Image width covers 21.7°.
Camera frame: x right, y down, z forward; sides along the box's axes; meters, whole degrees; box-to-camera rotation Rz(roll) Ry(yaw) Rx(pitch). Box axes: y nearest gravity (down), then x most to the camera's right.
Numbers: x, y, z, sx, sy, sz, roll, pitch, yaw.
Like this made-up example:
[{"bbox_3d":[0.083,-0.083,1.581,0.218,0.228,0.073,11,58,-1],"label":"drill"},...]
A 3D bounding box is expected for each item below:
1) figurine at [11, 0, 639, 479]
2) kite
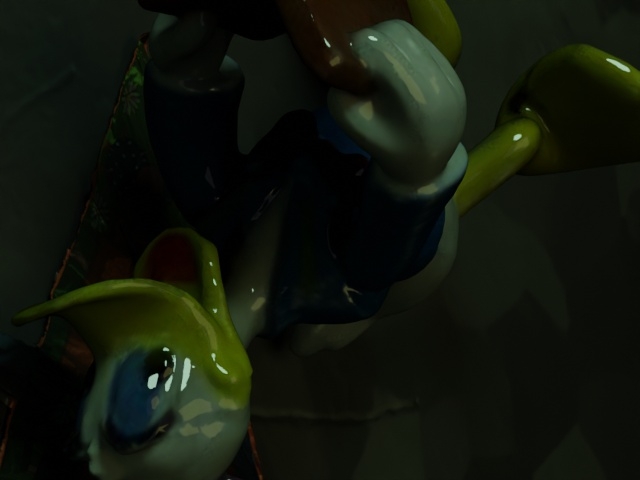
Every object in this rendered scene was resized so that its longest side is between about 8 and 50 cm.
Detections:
[{"bbox_3d":[0.000,0.000,0.700,0.338,0.204,0.283,-60,162,-23],"label":"figurine"},{"bbox_3d":[-0.082,0.075,0.742,0.234,0.016,0.321,38,58,-44],"label":"kite"}]
